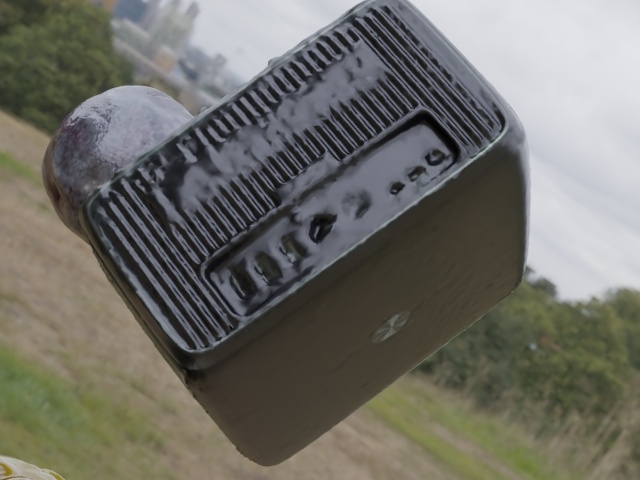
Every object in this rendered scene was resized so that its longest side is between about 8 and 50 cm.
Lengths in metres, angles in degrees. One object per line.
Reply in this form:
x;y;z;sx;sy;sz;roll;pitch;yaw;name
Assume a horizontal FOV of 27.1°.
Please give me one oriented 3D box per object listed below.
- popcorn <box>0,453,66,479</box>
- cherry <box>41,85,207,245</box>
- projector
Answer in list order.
-0.320;0.374;1.251;0.344;0.354;0.390;24;40;20;popcorn
-0.210;-0.078;1.450;0.195;0.195;0.195;34;3;-2;cherry
0.000;0.000;1.352;0.242;0.395;0.405;52;-6;23;projector
